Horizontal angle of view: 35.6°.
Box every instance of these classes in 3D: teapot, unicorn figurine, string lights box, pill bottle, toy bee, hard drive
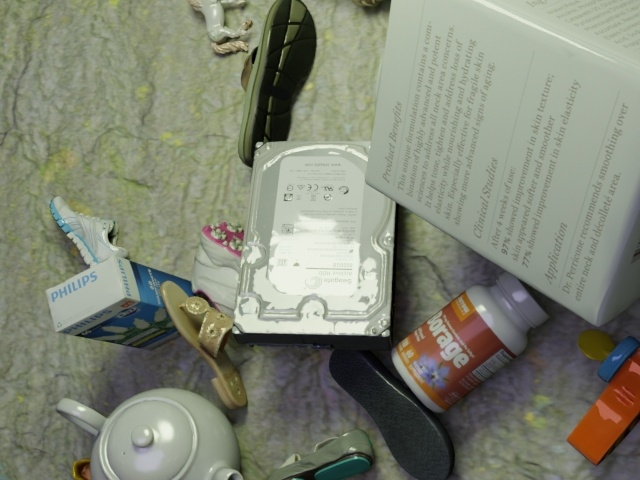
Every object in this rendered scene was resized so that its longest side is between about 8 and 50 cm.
[{"bbox_3d":[-0.255,0.327,1.536,0.256,0.187,0.252,-21,59,-1],"label":"teapot"},{"bbox_3d":[-0.183,-0.409,1.774,0.111,0.060,0.162,-13,73,20],"label":"unicorn figurine"},{"bbox_3d":[-0.302,0.105,1.599,0.133,0.260,0.076,-26,69,17],"label":"string lights box"},{"bbox_3d":[0.218,0.141,1.440,0.216,0.121,0.121,-40,66,11],"label":"pill bottle"},{"bbox_3d":[0.459,0.173,1.331,0.298,0.162,0.195,-40,74,37],"label":"toy bee"},{"bbox_3d":[0.000,0.000,1.522,0.237,0.064,0.339,1,62,9],"label":"hard drive"}]

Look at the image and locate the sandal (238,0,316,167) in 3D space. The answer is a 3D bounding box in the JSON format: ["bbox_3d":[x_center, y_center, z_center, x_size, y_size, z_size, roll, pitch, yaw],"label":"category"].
[{"bbox_3d":[-0.094,-0.273,1.679,0.086,0.120,0.302,14,84,39],"label":"sandal"}]

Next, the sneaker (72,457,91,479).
[{"bbox_3d":[-0.334,0.390,1.656,0.175,0.067,0.064,-9,73,20],"label":"sneaker"}]

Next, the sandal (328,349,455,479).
[{"bbox_3d":[0.117,0.247,1.487,0.254,0.054,0.097,51,124,21],"label":"sandal"}]

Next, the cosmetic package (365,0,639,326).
[{"bbox_3d":[0.318,-0.171,1.267,0.394,0.327,0.329,35,135,32],"label":"cosmetic package"}]

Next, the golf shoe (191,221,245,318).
[{"bbox_3d":[-0.088,0.097,1.606,0.306,0.115,0.140,38,114,26],"label":"golf shoe"}]

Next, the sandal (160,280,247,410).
[{"bbox_3d":[-0.160,0.154,1.588,0.079,0.088,0.240,-24,102,17],"label":"sandal"}]

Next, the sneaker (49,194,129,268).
[{"bbox_3d":[-0.409,-0.020,1.788,0.083,0.071,0.190,-43,74,2],"label":"sneaker"}]

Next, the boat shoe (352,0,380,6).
[{"bbox_3d":[0.086,-0.452,1.648,0.324,0.122,0.120,26,122,18],"label":"boat shoe"}]

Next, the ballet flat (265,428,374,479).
[{"bbox_3d":[-0.014,0.352,1.534,0.213,0.072,0.068,-27,42,15],"label":"ballet flat"}]
